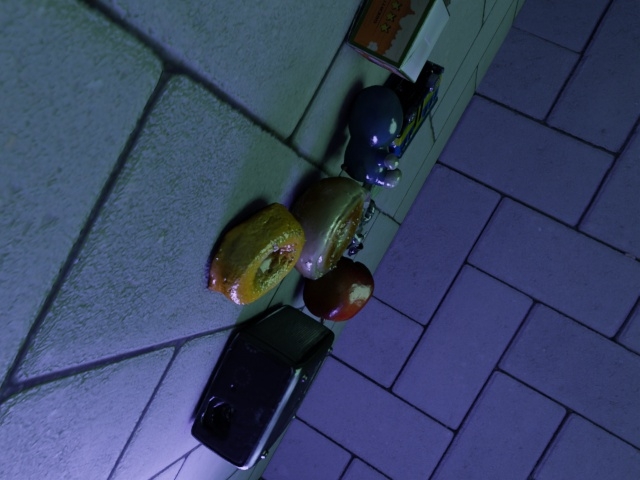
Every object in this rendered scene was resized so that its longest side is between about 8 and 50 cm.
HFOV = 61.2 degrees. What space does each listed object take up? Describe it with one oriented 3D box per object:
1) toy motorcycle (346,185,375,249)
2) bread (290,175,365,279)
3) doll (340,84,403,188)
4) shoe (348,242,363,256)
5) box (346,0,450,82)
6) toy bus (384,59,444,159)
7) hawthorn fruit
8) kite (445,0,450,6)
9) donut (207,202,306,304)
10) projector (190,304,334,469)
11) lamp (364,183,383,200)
[{"bbox_3d":[0.056,-0.060,1.702,0.327,0.143,0.188,-37,149,-25],"label":"toy motorcycle"},{"bbox_3d":[0.003,-0.039,1.473,0.305,0.159,0.305,-59,166,-23],"label":"bread"},{"bbox_3d":[0.140,-0.278,1.437,0.228,0.154,0.258,-135,-125,-59],"label":"doll"},{"bbox_3d":[0.168,0.021,2.429,0.062,0.053,0.159,-51,162,-46],"label":"shoe"},{"bbox_3d":[0.178,-0.479,1.221,0.177,0.148,0.195,-62,167,16],"label":"box"},{"bbox_3d":[0.248,-0.406,1.650,0.287,0.138,0.175,-57,165,-17],"label":"toy bus"},{"bbox_3d":[0.054,0.203,1.952,0.254,0.254,0.300,5,106,-75],"label":"hawthorn fruit"},{"bbox_3d":[0.349,-0.693,1.699,0.335,0.012,0.314,-50,163,-35],"label":"kite"},{"bbox_3d":[-0.144,0.032,1.212,0.253,0.118,0.253,-39,158,-20],"label":"donut"},{"bbox_3d":[-0.159,0.440,1.696,0.395,0.242,0.405,-65,167,12],"label":"projector"},{"bbox_3d":[0.250,-0.290,2.091,0.269,0.047,0.266,-48,163,-42],"label":"lamp"}]
